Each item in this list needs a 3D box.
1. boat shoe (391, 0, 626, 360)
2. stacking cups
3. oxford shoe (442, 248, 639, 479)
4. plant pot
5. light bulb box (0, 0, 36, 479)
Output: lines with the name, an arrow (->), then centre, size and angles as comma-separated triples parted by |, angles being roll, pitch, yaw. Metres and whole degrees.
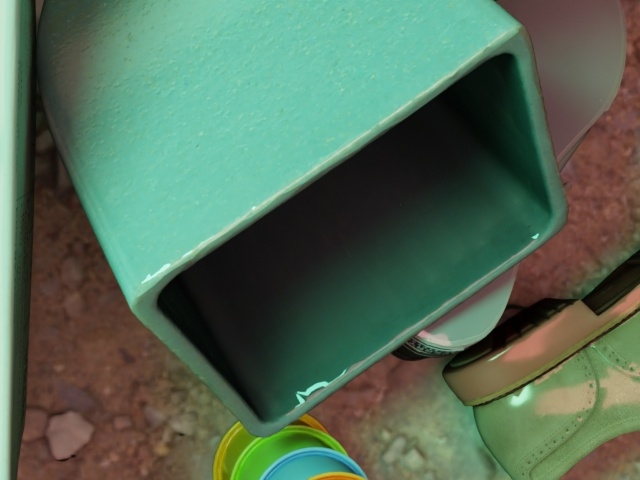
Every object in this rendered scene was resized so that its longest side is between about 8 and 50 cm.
boat shoe -> 0.124, -0.052, 1.062 | 0.113, 0.105, 0.306 | 22, 74, -6
stacking cups -> -0.006, 0.179, 0.943 | 0.096, 0.316, 0.096 | -1, 94, -10
oxford shoe -> 0.268, 0.065, 1.091 | 0.348, 0.123, 0.130 | -28, 92, 2
plant pot -> -0.032, -0.077, 0.907 | 0.247, 0.248, 0.252 | -36, 61, -3
light bulb box -> -0.278, -0.025, 0.849 | 0.225, 0.361, 0.358 | 1, 93, -10
